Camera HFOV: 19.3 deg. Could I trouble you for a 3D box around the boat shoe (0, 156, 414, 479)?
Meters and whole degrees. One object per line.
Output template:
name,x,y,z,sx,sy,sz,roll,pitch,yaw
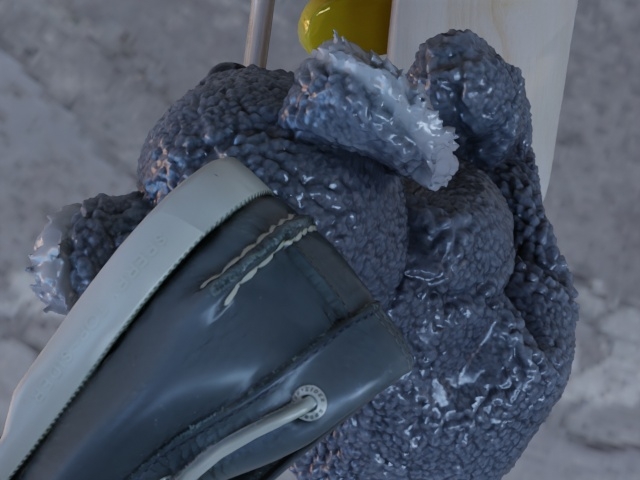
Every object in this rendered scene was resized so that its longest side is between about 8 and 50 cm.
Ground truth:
boat shoe,-0.085,0.124,0.641,0.099,0.116,0.319,37,107,8

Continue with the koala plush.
koala plush,0.000,0.000,0.773,0.196,0.203,0.221,-26,153,11

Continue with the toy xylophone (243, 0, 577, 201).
toy xylophone,0.045,-0.121,1.018,0.236,0.081,0.322,-5,121,-30
